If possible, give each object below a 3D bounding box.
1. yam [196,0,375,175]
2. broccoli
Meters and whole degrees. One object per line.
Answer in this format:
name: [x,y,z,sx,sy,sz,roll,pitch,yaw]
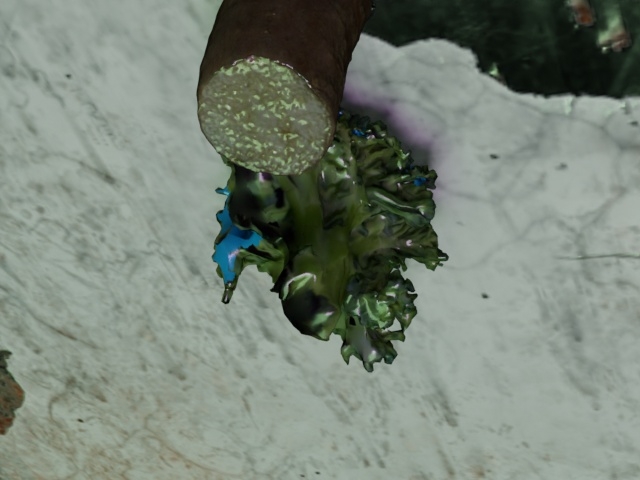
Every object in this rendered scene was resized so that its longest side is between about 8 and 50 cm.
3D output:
yam: [-0.018,-0.105,0.582,0.084,0.127,0.084,7,137,7]
broccoli: [0.000,0.000,0.659,0.154,0.160,0.167,14,119,6]
